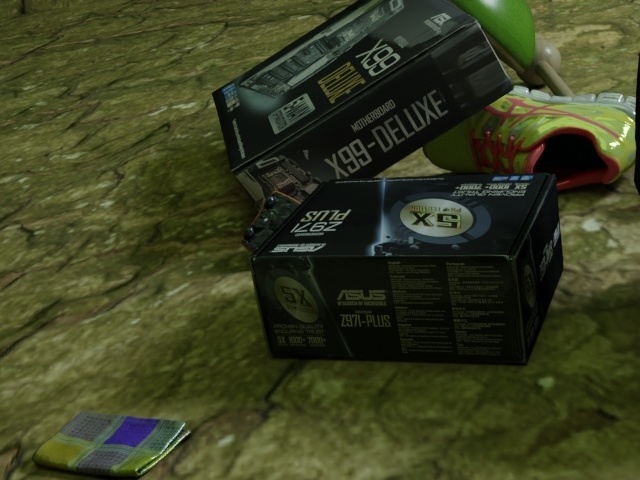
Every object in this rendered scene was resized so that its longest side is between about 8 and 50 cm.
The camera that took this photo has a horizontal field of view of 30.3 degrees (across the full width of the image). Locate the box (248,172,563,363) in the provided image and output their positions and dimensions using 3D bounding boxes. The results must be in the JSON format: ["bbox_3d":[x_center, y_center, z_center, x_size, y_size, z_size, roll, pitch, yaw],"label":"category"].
[{"bbox_3d":[0.065,0.015,0.813,0.180,0.077,0.147,0,24,23],"label":"box"}]

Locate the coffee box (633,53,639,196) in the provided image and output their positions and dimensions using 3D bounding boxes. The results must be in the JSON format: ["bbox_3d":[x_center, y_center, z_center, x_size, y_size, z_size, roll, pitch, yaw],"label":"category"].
[{"bbox_3d":[0.354,-0.043,0.704,0.297,0.118,0.168,-9,47,3],"label":"coffee box"}]

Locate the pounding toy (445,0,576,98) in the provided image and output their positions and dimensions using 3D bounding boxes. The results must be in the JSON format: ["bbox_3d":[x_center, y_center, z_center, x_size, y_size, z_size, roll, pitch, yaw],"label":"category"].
[{"bbox_3d":[0.197,-0.257,1.235,0.110,0.237,0.183,-49,17,10],"label":"pounding toy"}]

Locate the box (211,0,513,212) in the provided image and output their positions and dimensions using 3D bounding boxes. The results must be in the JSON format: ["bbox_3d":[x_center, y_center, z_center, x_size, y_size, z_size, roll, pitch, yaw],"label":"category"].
[{"bbox_3d":[0.024,-0.142,1.125,0.242,0.076,0.307,-32,21,4],"label":"box"}]

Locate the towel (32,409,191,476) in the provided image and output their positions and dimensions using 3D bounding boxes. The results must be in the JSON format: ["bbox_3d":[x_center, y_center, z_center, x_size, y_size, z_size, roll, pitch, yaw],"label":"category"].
[{"bbox_3d":[-0.128,0.123,0.717,0.083,0.009,0.060,3,24,30],"label":"towel"}]

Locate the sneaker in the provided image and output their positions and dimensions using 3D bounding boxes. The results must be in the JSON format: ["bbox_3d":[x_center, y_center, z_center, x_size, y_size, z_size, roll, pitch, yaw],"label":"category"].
[{"bbox_3d":[0.176,-0.082,1.018,0.209,0.081,0.094,-2,33,32],"label":"sneaker"}]

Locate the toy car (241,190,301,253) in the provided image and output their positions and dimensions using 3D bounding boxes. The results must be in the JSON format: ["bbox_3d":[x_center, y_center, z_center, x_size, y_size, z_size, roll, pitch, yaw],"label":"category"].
[{"bbox_3d":[0.000,0.000,0.966,0.122,0.060,0.040,11,-20,8],"label":"toy car"}]
